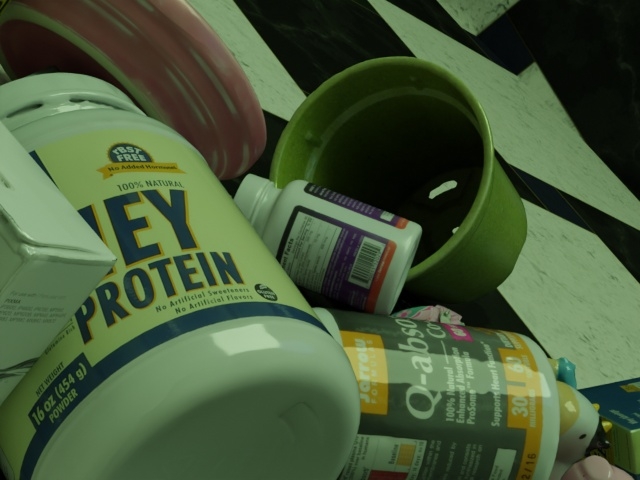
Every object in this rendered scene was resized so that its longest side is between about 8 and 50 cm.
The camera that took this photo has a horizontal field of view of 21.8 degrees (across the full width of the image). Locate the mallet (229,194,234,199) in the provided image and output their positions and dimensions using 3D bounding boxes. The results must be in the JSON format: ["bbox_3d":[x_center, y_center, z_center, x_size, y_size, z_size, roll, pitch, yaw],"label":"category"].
[{"bbox_3d":[-0.109,-0.046,1.831,0.190,0.039,0.062,43,17,-2],"label":"mallet"}]

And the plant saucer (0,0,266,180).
[{"bbox_3d":[-0.206,-0.165,1.613,0.332,0.084,0.332,32,-23,15],"label":"plant saucer"}]

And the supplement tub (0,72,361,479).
[{"bbox_3d":[-0.143,0.056,1.165,0.235,0.235,0.325,19,26,-48],"label":"supplement tub"}]

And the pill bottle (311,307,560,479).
[{"bbox_3d":[0.039,0.140,1.347,0.279,0.162,0.162,8,29,-21],"label":"pill bottle"}]

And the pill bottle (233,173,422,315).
[{"bbox_3d":[0.000,0.000,1.756,0.194,0.108,0.108,21,16,7],"label":"pill bottle"}]

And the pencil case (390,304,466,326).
[{"bbox_3d":[0.077,0.135,1.601,0.124,0.124,0.284,41,16,6],"label":"pencil case"}]

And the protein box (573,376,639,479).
[{"bbox_3d":[0.382,0.222,1.733,0.201,0.135,0.200,-10,8,-12],"label":"protein box"}]

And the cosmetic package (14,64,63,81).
[{"bbox_3d":[-0.201,-0.046,1.527,0.238,0.107,0.127,42,17,0],"label":"cosmetic package"}]

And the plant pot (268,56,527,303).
[{"bbox_3d":[0.118,-0.042,1.961,0.276,0.276,0.254,50,8,31],"label":"plant pot"}]

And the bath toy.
[{"bbox_3d":[0.248,0.252,1.588,0.129,0.151,0.348,-3,36,-15],"label":"bath toy"}]

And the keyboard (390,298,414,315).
[{"bbox_3d":[0.129,0.130,1.892,0.108,0.023,0.180,24,22,-40],"label":"keyboard"}]

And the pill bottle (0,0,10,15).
[{"bbox_3d":[-0.345,-0.220,1.482,0.119,0.208,0.119,35,18,-13],"label":"pill bottle"}]

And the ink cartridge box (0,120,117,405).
[{"bbox_3d":[-0.253,0.034,1.020,0.158,0.218,0.092,47,19,23],"label":"ink cartridge box"}]
